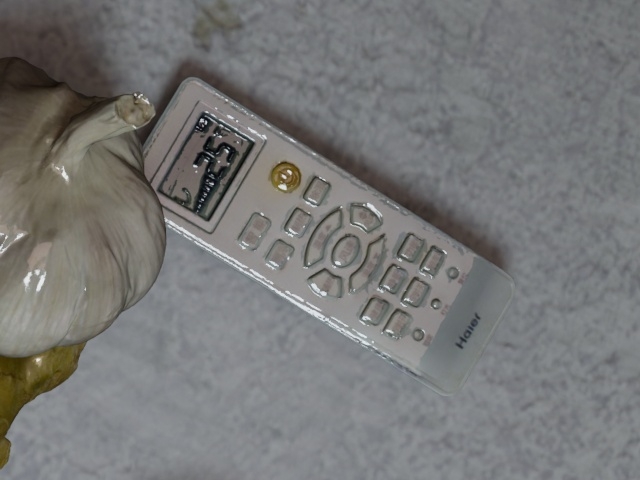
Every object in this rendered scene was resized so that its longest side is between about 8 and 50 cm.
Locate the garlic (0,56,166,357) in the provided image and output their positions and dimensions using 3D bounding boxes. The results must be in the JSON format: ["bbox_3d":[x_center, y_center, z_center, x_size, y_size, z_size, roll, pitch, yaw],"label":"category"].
[{"bbox_3d":[-0.187,-0.048,1.251,0.219,0.212,0.218,19,50,-24],"label":"garlic"}]

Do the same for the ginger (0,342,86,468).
[{"bbox_3d":[-0.256,0.109,1.307,0.205,0.081,0.115,-56,135,-20],"label":"ginger"}]

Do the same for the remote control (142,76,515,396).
[{"bbox_3d":[0.000,0.000,1.416,0.313,0.055,0.109,32,85,-11],"label":"remote control"}]
